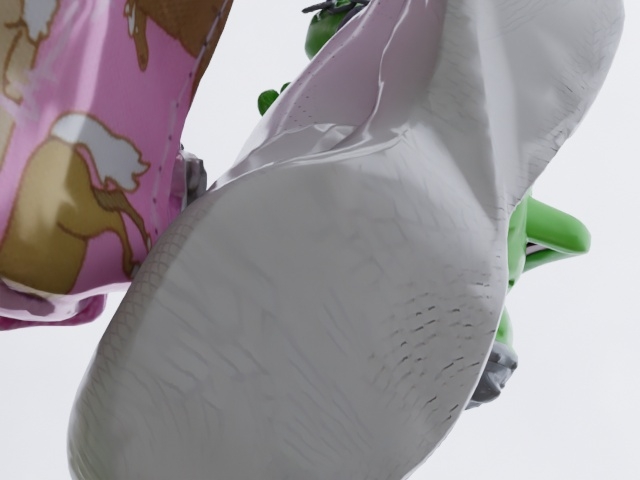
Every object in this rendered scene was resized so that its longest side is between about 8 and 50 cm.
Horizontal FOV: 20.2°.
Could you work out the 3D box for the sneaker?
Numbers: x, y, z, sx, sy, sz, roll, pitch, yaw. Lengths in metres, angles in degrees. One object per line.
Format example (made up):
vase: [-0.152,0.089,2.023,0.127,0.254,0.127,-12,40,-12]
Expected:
sneaker: [0.000,0.000,0.458,0.080,0.212,0.094,48,-35,-16]

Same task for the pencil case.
pencil case: [-0.058,-0.174,0.445,0.160,0.167,0.386,17,-97,26]

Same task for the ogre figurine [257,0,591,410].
ogre figurine: [0.027,-0.007,0.651,0.118,0.097,0.197,-13,-137,45]
